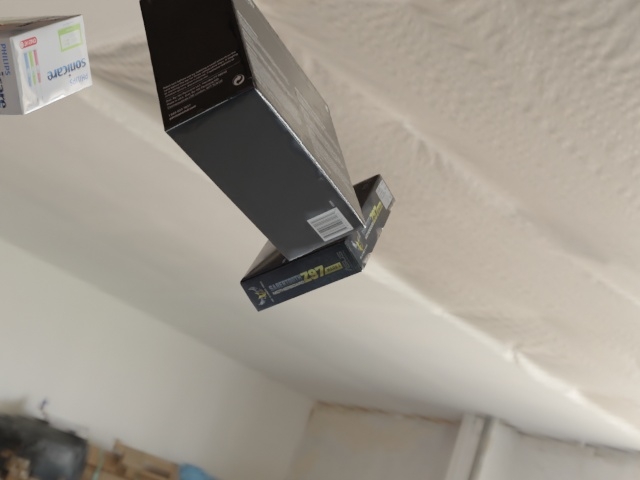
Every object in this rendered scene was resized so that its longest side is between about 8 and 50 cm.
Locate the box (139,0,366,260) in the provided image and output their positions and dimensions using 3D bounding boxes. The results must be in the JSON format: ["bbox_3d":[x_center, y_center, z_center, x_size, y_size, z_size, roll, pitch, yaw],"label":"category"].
[{"bbox_3d":[-0.065,-0.126,1.134,0.103,0.184,0.261,-23,-37,14],"label":"box"}]

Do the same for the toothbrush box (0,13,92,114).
[{"bbox_3d":[-0.531,-0.272,1.723,0.283,0.122,0.206,4,21,19],"label":"toothbrush box"}]

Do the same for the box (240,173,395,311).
[{"bbox_3d":[0.000,0.000,1.657,0.183,0.232,0.059,-23,-72,27],"label":"box"}]
